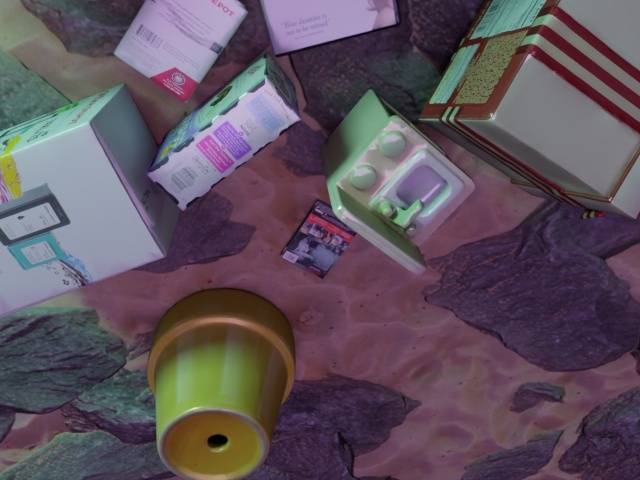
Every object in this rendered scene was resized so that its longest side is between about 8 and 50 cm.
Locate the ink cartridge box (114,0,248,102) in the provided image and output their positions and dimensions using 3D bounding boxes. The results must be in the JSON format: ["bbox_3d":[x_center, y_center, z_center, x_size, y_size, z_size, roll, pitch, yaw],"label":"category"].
[{"bbox_3d":[-0.179,-0.278,0.770,0.109,0.063,0.150,34,110,-20],"label":"ink cartridge box"}]

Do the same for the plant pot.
[{"bbox_3d":[-0.162,0.246,0.958,0.254,0.239,0.254,-2,119,-4],"label":"plant pot"}]

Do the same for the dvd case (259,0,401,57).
[{"bbox_3d":[-0.005,-0.381,0.751,0.180,0.022,0.253,-14,118,3],"label":"dvd case"}]

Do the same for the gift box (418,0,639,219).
[{"bbox_3d":[0.316,-0.194,0.758,0.258,0.276,0.255,29,99,-15],"label":"gift box"}]

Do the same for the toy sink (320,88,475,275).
[{"bbox_3d":[0.104,-0.090,0.798,0.153,0.234,0.131,35,111,-20],"label":"toy sink"}]

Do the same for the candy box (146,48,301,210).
[{"bbox_3d":[-0.125,-0.152,0.785,0.196,0.165,0.070,-35,116,14],"label":"candy box"}]

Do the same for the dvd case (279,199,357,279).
[{"bbox_3d":[0.000,0.000,0.964,0.087,0.013,0.119,27,112,-18],"label":"dvd case"}]

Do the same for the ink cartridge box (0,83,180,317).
[{"bbox_3d":[-0.357,-0.056,0.800,0.270,0.198,0.197,-20,117,5],"label":"ink cartridge box"}]
